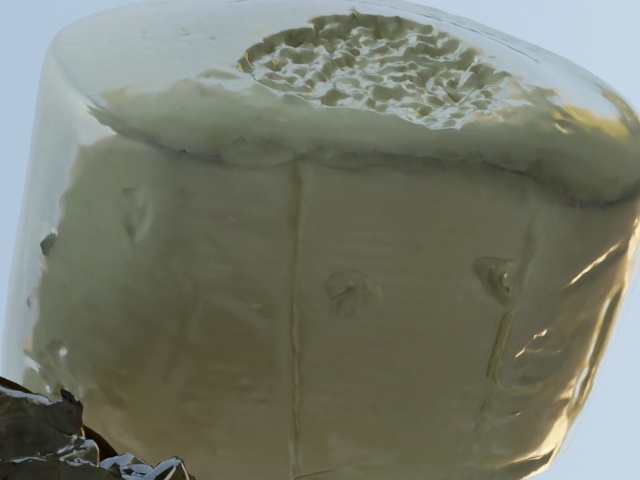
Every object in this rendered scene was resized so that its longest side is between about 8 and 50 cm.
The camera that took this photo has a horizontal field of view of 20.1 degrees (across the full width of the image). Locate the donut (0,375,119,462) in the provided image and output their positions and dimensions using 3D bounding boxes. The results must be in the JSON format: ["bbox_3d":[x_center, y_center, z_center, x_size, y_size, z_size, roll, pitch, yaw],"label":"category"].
[{"bbox_3d":[-0.271,0.183,1.140,0.330,0.330,0.160,-12,-54,-40],"label":"donut"}]

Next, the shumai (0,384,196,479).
[{"bbox_3d":[-0.195,0.220,0.804,0.217,0.346,0.283,93,-165,-58],"label":"shumai"}]

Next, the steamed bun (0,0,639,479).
[{"bbox_3d":[0.000,0.000,1.365,0.455,0.290,0.371,7,-55,-8],"label":"steamed bun"}]
